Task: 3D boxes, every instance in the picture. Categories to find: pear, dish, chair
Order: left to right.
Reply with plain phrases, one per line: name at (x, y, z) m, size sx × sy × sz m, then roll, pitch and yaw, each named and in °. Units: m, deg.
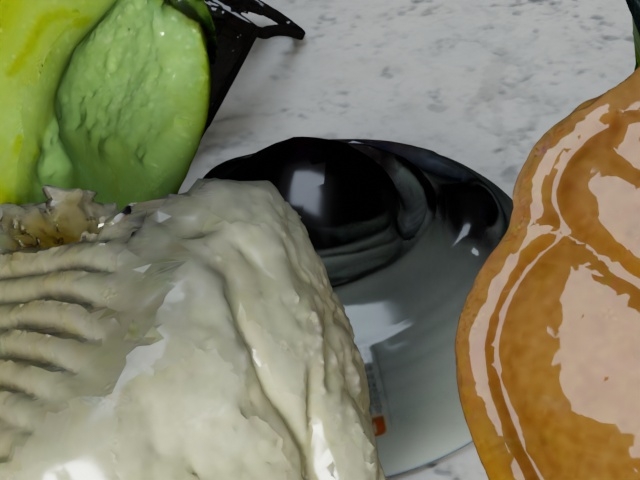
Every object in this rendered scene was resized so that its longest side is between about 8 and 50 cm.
pear at (-0.189, -0.054, 0.804) m, size 0.159 × 0.292 × 0.292 m, roll 13°, pitch 43°, yaw 30°
chair at (-0.100, -0.143, 1.076) m, size 0.106 × 0.113 × 0.229 m, roll 33°, pitch 9°, yaw 11°
dish at (0.000, 0.000, 0.839) m, size 0.273 × 0.133 × 0.273 m, roll -6°, pitch 37°, yaw 4°

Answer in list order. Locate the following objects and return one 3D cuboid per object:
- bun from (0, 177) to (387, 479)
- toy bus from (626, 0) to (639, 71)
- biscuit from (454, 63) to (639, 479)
bun at (-0.087, 0.113, 0.650) m, size 0.281 × 0.205 × 0.281 m, roll -37°, pitch 30°, yaw 26°
toy bus at (0.328, -0.104, 0.869) m, size 0.276 × 0.164 × 0.133 m, roll -3°, pitch 23°, yaw 8°
biscuit at (0.264, 0.019, 0.674) m, size 0.350 × 0.078 × 0.455 m, roll 26°, pitch 71°, yaw 24°
